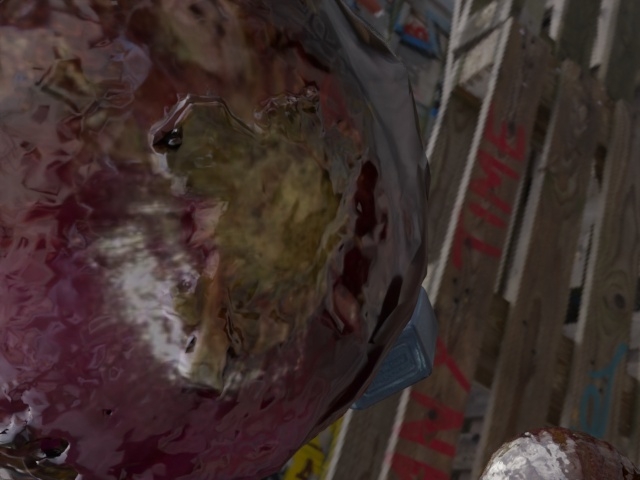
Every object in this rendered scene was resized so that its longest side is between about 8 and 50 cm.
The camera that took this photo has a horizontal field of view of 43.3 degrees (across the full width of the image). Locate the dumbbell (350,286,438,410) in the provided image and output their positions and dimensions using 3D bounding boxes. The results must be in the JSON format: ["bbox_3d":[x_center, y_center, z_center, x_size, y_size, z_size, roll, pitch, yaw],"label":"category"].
[{"bbox_3d":[0.001,0.000,0.763,0.157,0.316,0.144,0,30,47],"label":"dumbbell"}]

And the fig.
[{"bbox_3d":[0.297,0.338,0.912,0.217,0.217,0.321,-55,1,1],"label":"fig"}]

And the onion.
[{"bbox_3d":[-0.131,-0.027,0.489,0.385,0.348,0.347,5,63,50],"label":"onion"}]
